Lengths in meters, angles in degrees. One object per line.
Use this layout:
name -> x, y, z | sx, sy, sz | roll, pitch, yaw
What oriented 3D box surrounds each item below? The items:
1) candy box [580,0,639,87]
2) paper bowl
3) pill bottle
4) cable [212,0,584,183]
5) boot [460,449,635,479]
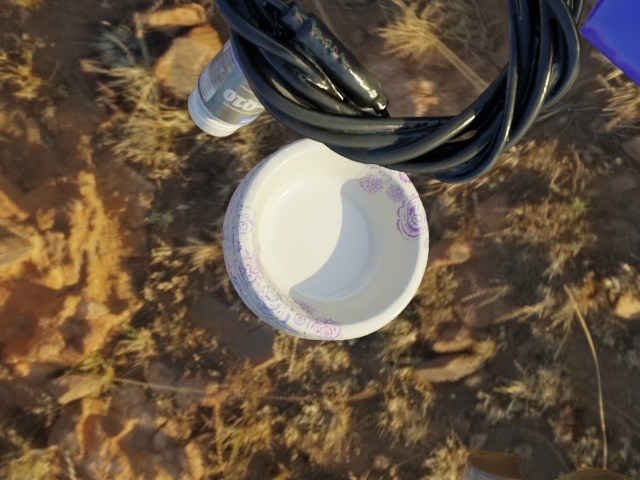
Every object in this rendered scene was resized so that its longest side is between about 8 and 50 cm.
candy box -> 0.381, -0.164, 0.635 | 0.317, 0.122, 0.268 | 52, 140, 25
paper bowl -> 0.000, 0.000, 1.313 | 0.284, 0.148, 0.284 | 2, 84, -18
pill bottle -> -0.084, -0.169, 0.972 | 0.078, 0.078, 0.137 | 57, 142, 1
cable -> 0.031, -0.107, 0.377 | 0.151, 0.047, 0.184 | -17, 106, -9
boot -> 0.285, 0.386, 1.090 | 0.284, 0.109, 0.220 | 9, 108, 9
